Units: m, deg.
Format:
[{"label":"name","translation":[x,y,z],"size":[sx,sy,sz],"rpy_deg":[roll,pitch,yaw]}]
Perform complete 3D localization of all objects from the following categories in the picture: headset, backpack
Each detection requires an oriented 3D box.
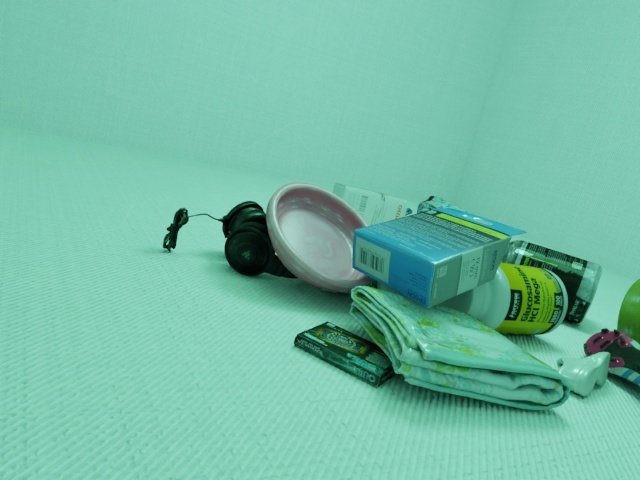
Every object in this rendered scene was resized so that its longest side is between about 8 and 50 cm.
[{"label":"headset","translation":[-0.205,0.010,1.424],"size":[0.394,0.185,0.243],"rpy_deg":[21,22,-24]},{"label":"backpack","translation":[0.523,-0.049,2.287],"size":[0.253,0.225,0.191],"rpy_deg":[26,38,25]}]

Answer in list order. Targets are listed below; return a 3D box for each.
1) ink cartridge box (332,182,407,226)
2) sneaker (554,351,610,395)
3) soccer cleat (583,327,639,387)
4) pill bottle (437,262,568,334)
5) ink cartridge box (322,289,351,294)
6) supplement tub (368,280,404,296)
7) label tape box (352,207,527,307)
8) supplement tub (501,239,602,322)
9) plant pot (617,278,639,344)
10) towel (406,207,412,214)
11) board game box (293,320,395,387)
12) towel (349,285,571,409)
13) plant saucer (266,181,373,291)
[{"label":"ink cartridge box","translation":[0.177,-0.096,2.113],"size":[0.282,0.207,0.117],"rpy_deg":[10,11,-23]},{"label":"sneaker","translation":[0.594,0.290,1.219],"size":[0.094,0.080,0.212],"rpy_deg":[10,7,44]},{"label":"soccer cleat","translation":[0.764,0.312,1.278],"size":[0.143,0.116,0.331],"rpy_deg":[50,-2,-5]},{"label":"pill bottle","translation":[0.473,0.152,1.410],"size":[0.333,0.188,0.188],"rpy_deg":[7,14,-29]},{"label":"ink cartridge box","translation":[0.033,0.099,1.451],"size":[0.088,0.052,0.122],"rpy_deg":[10,14,-22]},{"label":"supplement tub","translation":[0.192,0.087,1.470],"size":[0.144,0.145,0.199],"rpy_deg":[10,13,-20]},{"label":"label tape box","translation":[0.286,0.023,1.283],"size":[0.347,0.115,0.249],"rpy_deg":[-13,26,-37]},{"label":"supplement tub","translation":[0.731,0.124,1.781],"size":[0.337,0.207,0.207],"rpy_deg":[21,14,23]},{"label":"plant pot","translation":[0.989,0.236,1.362],"size":[0.366,0.367,0.353],"rpy_deg":[6,4,-35]},{"label":"towel","translation":[0.276,-0.093,2.378],"size":[0.209,0.034,0.285],"rpy_deg":[-26,-10,29]},{"label":"board game box","translation":[0.057,0.215,1.029],"size":[0.186,0.026,0.126],"rpy_deg":[22,14,28]},{"label":"towel","translation":[0.265,0.207,1.088],"size":[0.374,0.090,0.320],"rpy_deg":[17,12,-20]},{"label":"plant saucer","translation":[0.000,0.000,1.360],"size":[0.332,0.084,0.332],"rpy_deg":[24,39,-22]}]
